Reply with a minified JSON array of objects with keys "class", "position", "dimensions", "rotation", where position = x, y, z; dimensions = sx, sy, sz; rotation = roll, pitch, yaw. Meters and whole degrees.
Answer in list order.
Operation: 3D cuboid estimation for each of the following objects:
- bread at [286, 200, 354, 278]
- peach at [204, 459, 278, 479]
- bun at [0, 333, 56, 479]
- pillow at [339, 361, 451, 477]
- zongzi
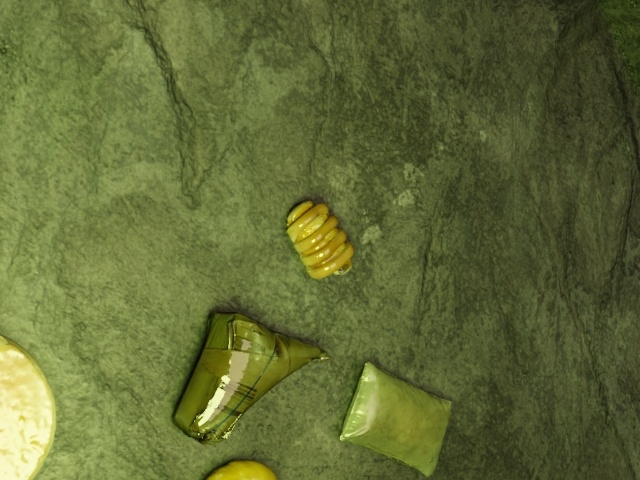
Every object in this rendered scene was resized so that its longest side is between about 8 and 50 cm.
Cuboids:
[{"class":"bread","position":[0.000,0.000,1.960],"dimensions":[0.119,0.084,0.177],"rotation":[-41,109,-34]},{"class":"peach","position":[-0.155,0.510,1.787],"dimensions":[0.179,0.103,0.179],"rotation":[-1,91,-40]},{"class":"bun","position":[-0.562,0.274,1.424],"dimensions":[0.299,0.165,0.298],"rotation":[5,81,-32]},{"class":"pillow","position":[0.179,0.406,2.087],"dimensions":[0.302,0.075,0.184],"rotation":[30,71,-33]},{"class":"zongzi","position":[-0.127,0.292,1.817],"dimensions":[0.289,0.123,0.260],"rotation":[31,73,-39]}]
